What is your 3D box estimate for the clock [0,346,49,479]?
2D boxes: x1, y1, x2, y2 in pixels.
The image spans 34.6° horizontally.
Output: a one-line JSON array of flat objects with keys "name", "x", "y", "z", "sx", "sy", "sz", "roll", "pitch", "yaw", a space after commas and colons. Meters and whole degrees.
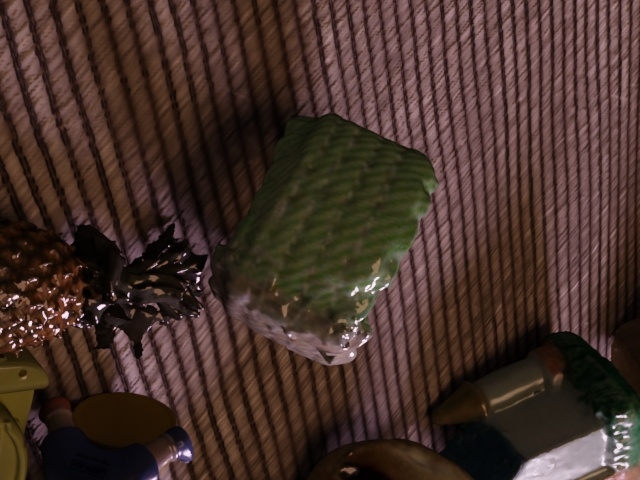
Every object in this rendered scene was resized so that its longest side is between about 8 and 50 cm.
[{"name": "clock", "x": -0.320, "y": 0.194, "z": 0.846, "sx": 0.170, "sy": 0.069, "sz": 0.232, "roll": -4, "pitch": 113, "yaw": -39}]

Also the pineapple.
[{"name": "pineapple", "x": -0.200, "y": 0.040, "z": 0.850, "sx": 0.251, "sy": 0.125, "sz": 0.125, "roll": -1, "pitch": 111, "yaw": -46}]

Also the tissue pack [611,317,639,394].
[{"name": "tissue pack", "x": 0.643, "y": 0.239, "z": 1.457, "sx": 0.382, "sy": 0.293, "sz": 0.228, "roll": 29, "pitch": 55, "yaw": -32}]

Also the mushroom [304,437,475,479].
[{"name": "mushroom", "x": 0.061, "y": 0.353, "z": 1.182, "sx": 0.292, "sy": 0.212, "sz": 0.217, "roll": 4, "pitch": 151, "yaw": -11}]

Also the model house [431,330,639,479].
[{"name": "model house", "x": 0.232, "y": 0.299, "z": 1.319, "sx": 0.325, "sy": 0.194, "sz": 0.267, "roll": -21, "pitch": 127, "yaw": -15}]

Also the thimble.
[{"name": "thimble", "x": 0.000, "y": 0.000, "z": 0.918, "sx": 0.219, "sy": 0.150, "sz": 0.219, "roll": 25, "pitch": 90, "yaw": -88}]

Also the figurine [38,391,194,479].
[{"name": "figurine", "x": -0.202, "y": 0.278, "z": 0.939, "sx": 0.158, "sy": 0.161, "sz": 0.276, "roll": -54, "pitch": 160, "yaw": -69}]
